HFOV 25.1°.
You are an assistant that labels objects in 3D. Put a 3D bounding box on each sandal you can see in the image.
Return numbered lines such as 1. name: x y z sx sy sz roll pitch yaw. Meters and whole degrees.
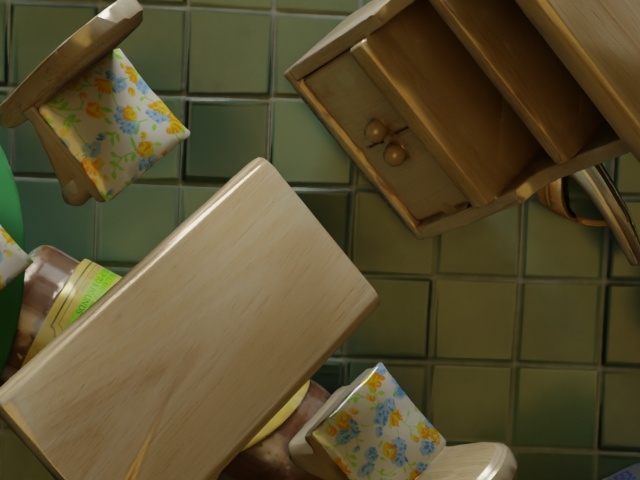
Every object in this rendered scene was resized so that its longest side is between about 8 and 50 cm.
1. sandal: 0.166 -0.052 1.013 0.049 0.072 0.180 -39 92 17

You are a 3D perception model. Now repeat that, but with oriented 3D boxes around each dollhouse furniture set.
1. dollhouse furniture set: 0.000 0.000 0.831 0.362 0.256 0.394 50 61 -9

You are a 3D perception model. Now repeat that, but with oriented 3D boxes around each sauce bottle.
1. sauce bottle: -0.068 0.122 1.000 0.344 0.111 0.111 27 93 -4

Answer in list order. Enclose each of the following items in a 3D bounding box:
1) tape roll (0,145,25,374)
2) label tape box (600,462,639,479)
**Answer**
1. tape roll: -0.353 0.017 0.949 0.321 0.077 0.321 -2 85 18
2. label tape box: 0.208 0.236 0.947 0.333 0.240 0.106 -26 92 0
